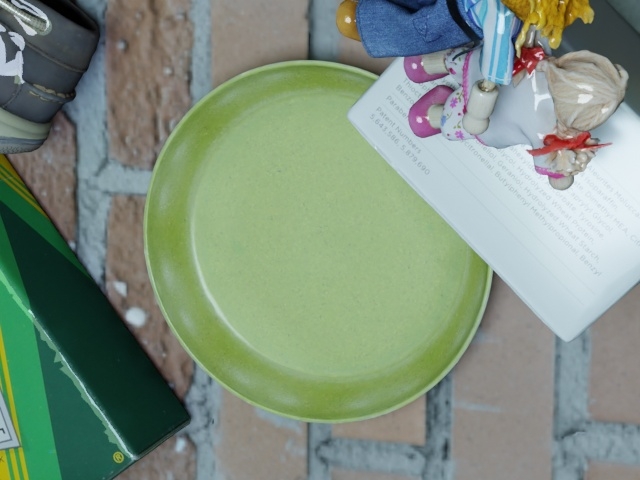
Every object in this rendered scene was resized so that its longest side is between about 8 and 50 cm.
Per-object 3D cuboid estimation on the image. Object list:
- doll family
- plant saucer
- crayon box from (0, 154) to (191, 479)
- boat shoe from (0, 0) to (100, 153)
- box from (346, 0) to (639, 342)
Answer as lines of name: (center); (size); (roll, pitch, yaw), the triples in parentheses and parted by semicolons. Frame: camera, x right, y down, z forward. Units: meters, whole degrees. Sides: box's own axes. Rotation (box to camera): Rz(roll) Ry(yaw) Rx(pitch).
doll family: (0.066, -0.147, 0.800); (0.163, 0.118, 0.263); (7, 104, 56)
plant saucer: (0.000, 0.000, 1.127); (0.241, 0.037, 0.241); (4, 102, 18)
crayon box: (-0.326, 0.108, 1.226); (0.363, 0.106, 0.313); (-37, 87, 22)
boat shoe: (-0.286, -0.217, 1.149); (0.355, 0.132, 0.130); (45, 102, -3)
box: (0.139, -0.060, 0.987); (0.182, 0.181, 0.119); (46, 112, 7)
